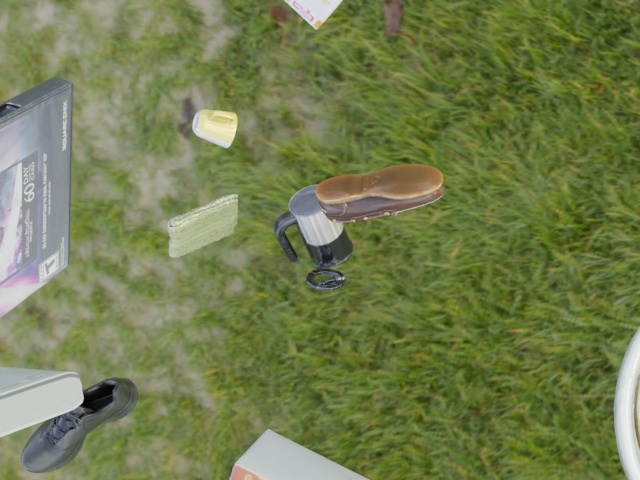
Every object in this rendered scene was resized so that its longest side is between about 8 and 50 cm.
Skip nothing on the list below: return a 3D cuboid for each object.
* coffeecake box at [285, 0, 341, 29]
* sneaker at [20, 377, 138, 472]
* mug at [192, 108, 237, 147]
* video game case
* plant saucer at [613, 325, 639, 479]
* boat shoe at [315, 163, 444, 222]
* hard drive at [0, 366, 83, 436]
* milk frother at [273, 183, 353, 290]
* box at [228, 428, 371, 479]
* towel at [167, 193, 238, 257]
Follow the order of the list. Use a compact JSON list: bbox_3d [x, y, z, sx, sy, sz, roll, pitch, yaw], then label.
[{"bbox_3d":[-0.009,-0.398,1.395,0.142,0.068,0.185,42,158,-7],"label":"coffeecake box"},{"bbox_3d":[-0.530,0.384,2.146,0.286,0.130,0.109,-41,73,-9],"label":"sneaker"},{"bbox_3d":[-0.180,-0.201,1.706,0.078,0.064,0.062,-61,29,33],"label":"mug"},{"bbox_3d":[-0.292,-0.003,0.827,0.026,0.274,0.196,18,121,14],"label":"video game case"},{"bbox_3d":[0.572,0.238,1.354,0.400,0.100,0.401,1,84,-7],"label":"plant saucer"},{"bbox_3d":[0.098,-0.070,1.584,0.206,0.073,0.073,-4,47,20],"label":"boat shoe"},{"bbox_3d":[-0.415,0.167,1.006,0.307,0.203,0.040,-3,98,40],"label":"hard drive"},{"bbox_3d":[0.000,0.000,1.795,0.129,0.135,0.143,-35,40,-13],"label":"milk frother"},{"bbox_3d":[-0.008,0.537,1.839,0.345,0.168,0.215,24,108,13],"label":"box"},{"bbox_3d":[-0.215,-0.028,1.840,0.027,0.148,0.110,51,153,26],"label":"towel"}]
